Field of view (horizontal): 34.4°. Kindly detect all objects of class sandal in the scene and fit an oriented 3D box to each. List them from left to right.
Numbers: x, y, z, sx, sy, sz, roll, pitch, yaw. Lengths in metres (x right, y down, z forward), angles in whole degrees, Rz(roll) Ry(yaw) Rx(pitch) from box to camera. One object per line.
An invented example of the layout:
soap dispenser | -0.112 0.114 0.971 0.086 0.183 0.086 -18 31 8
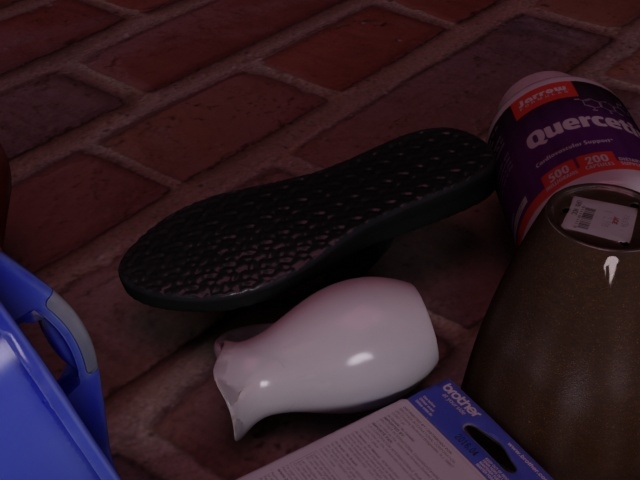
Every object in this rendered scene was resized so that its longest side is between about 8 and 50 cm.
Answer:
sandal | 0.002 0.001 1.143 0.445 0.107 0.167 -19 39 -18

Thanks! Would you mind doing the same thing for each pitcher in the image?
pitcher | -0.003 0.103 1.015 0.207 0.126 0.178 -18 22 -6

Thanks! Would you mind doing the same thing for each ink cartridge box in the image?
ink cartridge box | 0.039 0.242 0.851 0.311 0.065 0.186 -23 42 -25

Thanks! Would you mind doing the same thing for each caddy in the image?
caddy | -0.263 0.115 0.812 0.179 0.341 0.241 -35 43 -18

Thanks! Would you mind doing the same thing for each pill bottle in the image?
pill bottle | 0.294 -0.071 1.195 0.181 0.182 0.323 -2 35 -3

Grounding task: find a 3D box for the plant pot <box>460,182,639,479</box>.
plant pot | 0.244 0.072 0.948 0.215 0.231 0.215 0 35 0

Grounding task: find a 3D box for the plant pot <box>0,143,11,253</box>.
plant pot | -0.440 -0.018 1.067 0.272 0.273 0.265 -3 28 -5
